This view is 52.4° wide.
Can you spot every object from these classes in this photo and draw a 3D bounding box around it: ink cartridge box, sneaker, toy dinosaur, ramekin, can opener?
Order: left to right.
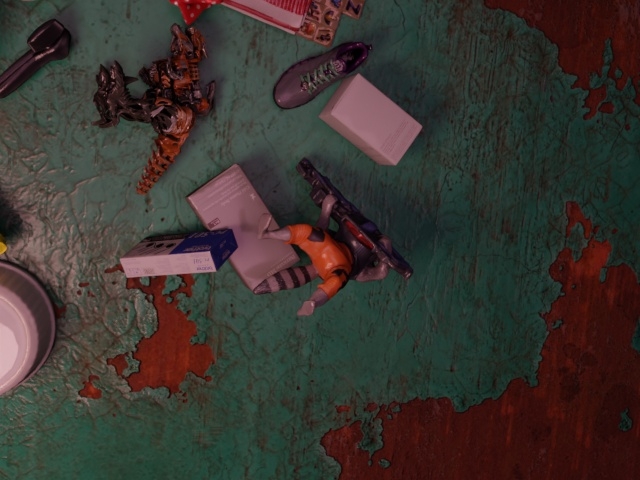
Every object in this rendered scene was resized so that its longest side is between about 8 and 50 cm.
[{"bbox_3d":[-0.647,0.177,1.222,0.272,0.127,0.273,-2,98,-14],"label":"ramekin"},{"bbox_3d":[-0.545,-0.338,1.223,0.186,0.059,0.073,-41,132,3],"label":"can opener"},{"bbox_3d":[-0.310,-0.258,1.252,0.218,0.164,0.322,11,73,-32],"label":"toy dinosaur"},{"bbox_3d":[-0.274,0.025,1.262,0.207,0.097,0.046,-4,115,23],"label":"ink cartridge box"},{"bbox_3d":[0.001,-0.350,1.341,0.223,0.098,0.083,-36,104,-8],"label":"sneaker"}]

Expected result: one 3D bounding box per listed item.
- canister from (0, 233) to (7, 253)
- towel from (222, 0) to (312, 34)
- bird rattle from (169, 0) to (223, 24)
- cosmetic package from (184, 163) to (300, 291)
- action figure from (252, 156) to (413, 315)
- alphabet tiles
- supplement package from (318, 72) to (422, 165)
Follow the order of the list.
[{"bbox_3d":[-0.664,-0.041,1.185,0.126,0.073,0.170,-24,75,-14],"label":"canister"},{"bbox_3d":[-0.096,-0.613,1.307,0.237,0.037,0.329,19,92,-12],"label":"towel"},{"bbox_3d":[-0.273,-0.548,1.217,0.253,0.143,0.207,22,77,-11],"label":"bird rattle"},{"bbox_3d":[-0.161,-0.025,1.339,0.127,0.107,0.238,-37,102,-11],"label":"cosmetic package"},{"bbox_3d":[0.000,0.000,1.318,0.341,0.330,0.178,51,123,21],"label":"action figure"},{"bbox_3d":[0.004,-0.539,1.365,0.198,0.009,0.237,18,93,-17],"label":"alphabet tiles"},{"bbox_3d":[0.104,-0.253,1.378,0.179,0.105,0.105,36,88,-17],"label":"supplement package"}]
